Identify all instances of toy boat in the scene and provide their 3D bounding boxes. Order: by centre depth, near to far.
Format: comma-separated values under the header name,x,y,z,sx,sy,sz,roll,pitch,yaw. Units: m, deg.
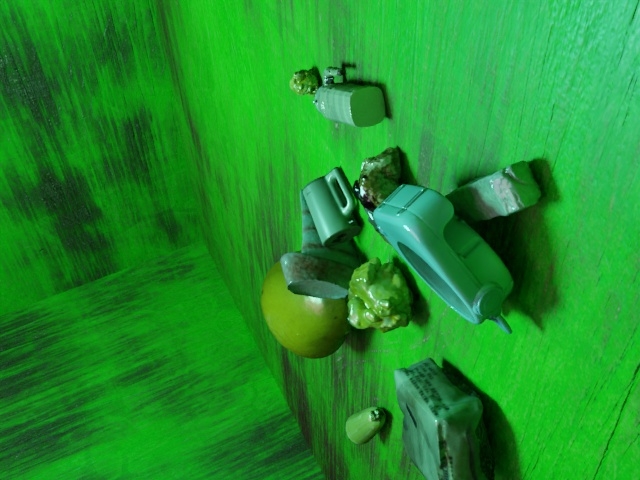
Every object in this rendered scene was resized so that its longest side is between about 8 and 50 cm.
name,x,y,z,sx,sy,sz,roll,pitch,yaw
toy boat,0.000,0.000,1.927,0.096,0.205,0.282,116,155,-54

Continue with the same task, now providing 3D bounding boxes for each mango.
name,x,y,z,sx,sy,sz,roll,pitch,yaw
mango,-0.023,0.174,2.114,0.302,0.220,0.445,72,161,-1

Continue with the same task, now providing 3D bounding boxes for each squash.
name,x,y,z,sx,sy,sz,roll,pitch,yaw
squash,0.139,0.517,2.244,0.094,0.094,0.224,64,158,17

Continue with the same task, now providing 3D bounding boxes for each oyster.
name,x,y,z,sx,sy,sz,roll,pitch,yaw
oyster,0.126,-0.064,1.535,0.161,0.107,0.233,36,147,49

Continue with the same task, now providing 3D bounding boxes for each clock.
name,x,y,z,sx,sy,sz,roll,pitch,yaw
clock,0.211,0.032,1.260,0.274,0.094,0.223,46,177,-15

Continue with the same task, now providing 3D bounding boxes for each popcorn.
name,x,y,z,sx,sy,sz,roll,pitch,yaw
popcorn,0.134,0.123,1.698,0.173,0.142,0.174,-175,90,-68
popcorn,-0.033,-0.352,1.761,0.083,0.068,0.060,23,-118,-59

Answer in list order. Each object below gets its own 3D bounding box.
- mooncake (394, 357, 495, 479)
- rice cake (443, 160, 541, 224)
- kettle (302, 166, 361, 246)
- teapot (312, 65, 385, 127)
name,x,y,z,sx,sy,sz,roll,pitch,yaw
mooncake,0.258,0.391,1.603,0.254,0.136,0.250,-135,29,-65
rice cake,0.253,-0.065,1.163,0.069,0.063,0.206,62,165,1
kettle,0.025,-0.076,1.852,0.127,0.098,0.148,99,150,-71
teapot,0.048,-0.284,1.539,0.200,0.077,0.107,-148,43,-65
